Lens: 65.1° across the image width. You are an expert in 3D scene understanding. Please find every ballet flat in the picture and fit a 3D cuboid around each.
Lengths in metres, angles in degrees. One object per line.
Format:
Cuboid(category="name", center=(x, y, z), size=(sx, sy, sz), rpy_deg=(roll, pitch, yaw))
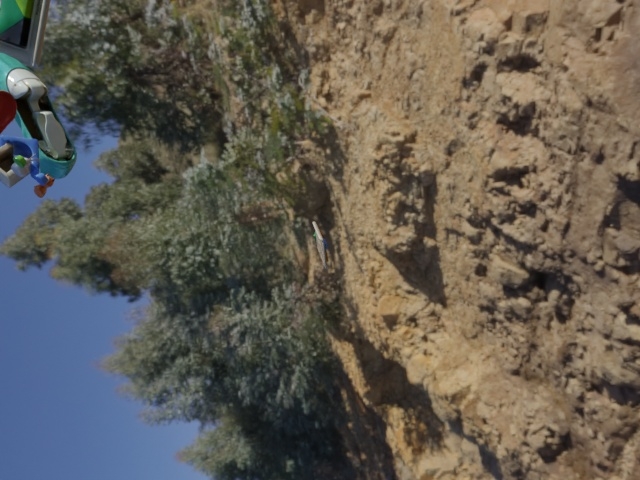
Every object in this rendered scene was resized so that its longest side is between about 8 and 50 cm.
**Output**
Cuboid(category="ballet flat", center=(-0.509, -0.234, 0.903), size=(0.083, 0.087, 0.247), rpy_deg=(-36, -74, -52))

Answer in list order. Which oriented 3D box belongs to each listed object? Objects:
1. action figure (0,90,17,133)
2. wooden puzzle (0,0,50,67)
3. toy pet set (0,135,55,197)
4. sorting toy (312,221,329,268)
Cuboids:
Cuboid(category="action figure", center=(-0.343, -0.102, 0.438), size=(0.091, 0.280, 0.139), rpy_deg=(36, -129, -38))
Cuboid(category="wooden puzzle", center=(-0.633, -0.479, 0.976), size=(0.044, 0.238, 0.221), rpy_deg=(-38, -32, -73))
Cuboid(category="toy pet set", center=(-0.386, -0.114, 0.652), size=(0.114, 0.122, 0.065), rpy_deg=(-32, 18, 54))
Cuboid(category="sorting toy", center=(0.000, 0.000, 0.812), size=(0.083, 0.012, 0.062), rpy_deg=(-112, 9, -55))
